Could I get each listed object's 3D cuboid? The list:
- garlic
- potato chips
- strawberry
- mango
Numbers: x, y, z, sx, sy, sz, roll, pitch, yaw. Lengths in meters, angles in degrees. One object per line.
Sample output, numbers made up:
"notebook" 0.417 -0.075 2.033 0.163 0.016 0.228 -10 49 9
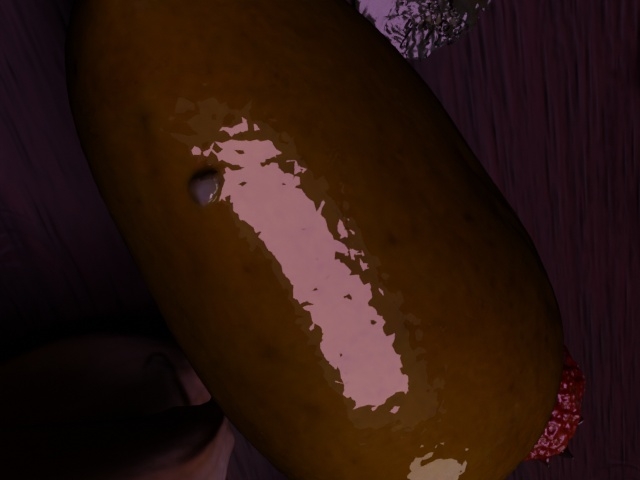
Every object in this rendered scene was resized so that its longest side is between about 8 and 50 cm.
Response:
"garlic" -0.198 0.159 0.642 0.312 0.250 0.286 4 154 -25
"potato chips" 0.091 -0.216 0.682 0.142 0.026 0.209 27 106 -38
"strawberry" 0.190 0.130 0.888 0.131 0.131 0.148 -9 122 -21
"mango" 0.000 0.000 0.605 0.220 0.301 0.445 -23 132 25
